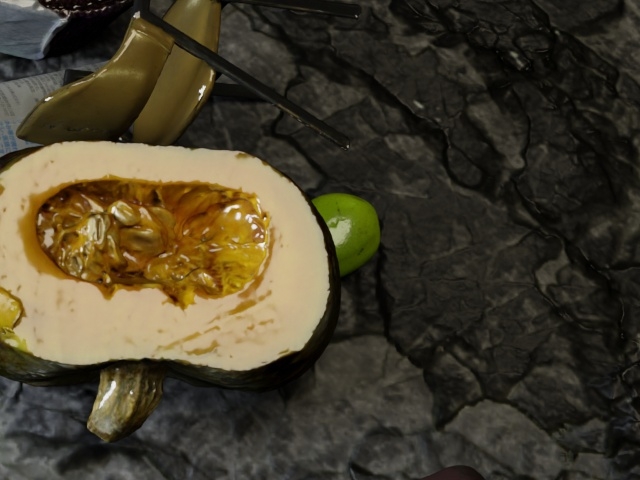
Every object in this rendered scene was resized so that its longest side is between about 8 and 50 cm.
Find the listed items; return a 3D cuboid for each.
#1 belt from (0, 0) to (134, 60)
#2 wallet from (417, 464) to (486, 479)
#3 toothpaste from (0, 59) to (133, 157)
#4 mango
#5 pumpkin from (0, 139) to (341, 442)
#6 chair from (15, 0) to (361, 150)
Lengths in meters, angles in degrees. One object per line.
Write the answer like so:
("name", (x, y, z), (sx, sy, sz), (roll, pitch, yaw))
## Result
("belt", (-0.286, -0.256, 1.595), (0.289, 0.164, 0.184), (10, 78, -23))
("wallet", (0.097, 0.257, 1.401), (0.182, 0.049, 0.229), (-26, 28, -19))
("toothpaste", (-0.266, -0.086, 1.561), (0.299, 0.073, 0.114), (-12, 65, -32))
("mango", (0.000, 0.000, 1.599), (0.108, 0.056, 0.073), (-21, 65, -14))
("pumpkin", (-0.135, 0.045, 1.467), (0.317, 0.139, 0.222), (6, 74, -16))
("chair", (-0.113, -0.128, 1.545), (0.247, 0.159, 0.172), (19, 58, -23))
